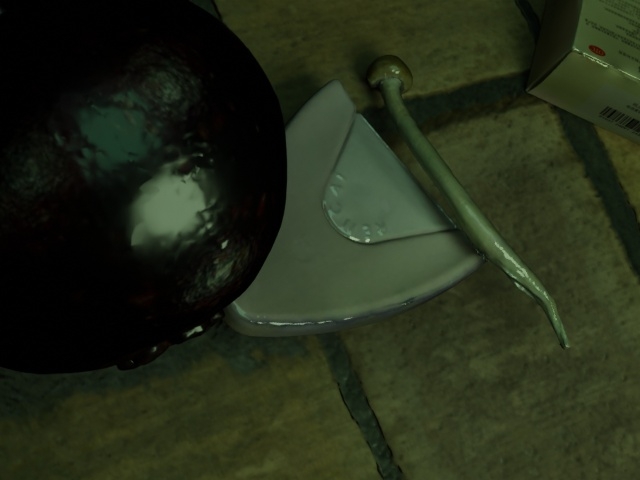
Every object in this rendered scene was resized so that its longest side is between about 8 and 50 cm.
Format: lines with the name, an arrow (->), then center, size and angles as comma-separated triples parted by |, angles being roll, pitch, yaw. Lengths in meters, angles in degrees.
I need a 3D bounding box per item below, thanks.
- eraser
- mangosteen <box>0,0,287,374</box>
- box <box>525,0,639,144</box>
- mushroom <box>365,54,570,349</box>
eraser -> -0.001, 0.000, 1.195 | 0.243, 0.059, 0.204 | -38, 88, -36
mangosteen -> -0.172, -0.061, 1.019 | 0.297, 0.297, 0.313 | -12, 63, -27
box -> 0.321, -0.181, 1.394 | 0.212, 0.095, 0.168 | 24, 60, -12
mushroom -> 0.121, -0.038, 1.244 | 0.068, 0.043, 0.306 | -10, 61, -43
